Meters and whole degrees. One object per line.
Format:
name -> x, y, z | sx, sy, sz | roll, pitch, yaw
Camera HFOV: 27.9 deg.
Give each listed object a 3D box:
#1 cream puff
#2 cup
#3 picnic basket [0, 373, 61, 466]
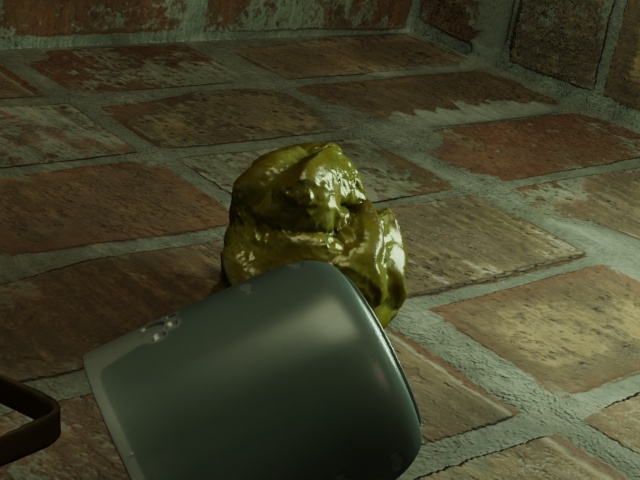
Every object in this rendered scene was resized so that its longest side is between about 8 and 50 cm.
cream puff -> 0.003, 0.004, 1.837 | 0.274, 0.269, 0.323 | 20, 25, 9
cup -> -0.058, 0.185, 1.337 | 0.274, 0.259, 0.356 | -26, -14, -6
picnic basket -> -0.436, 0.161, 1.233 | 0.321, 0.291, 0.254 | 17, 22, 38
